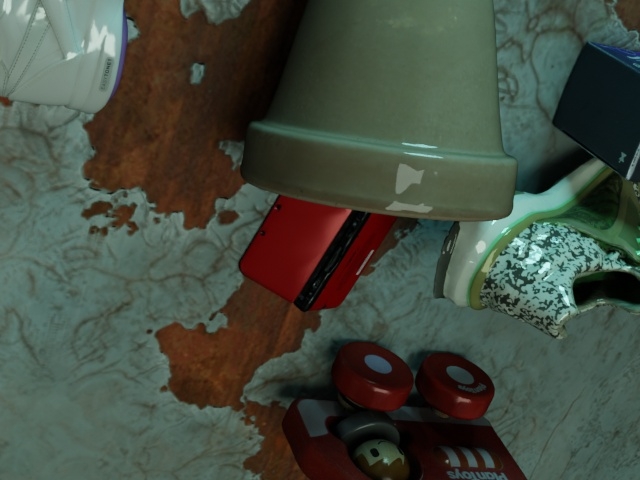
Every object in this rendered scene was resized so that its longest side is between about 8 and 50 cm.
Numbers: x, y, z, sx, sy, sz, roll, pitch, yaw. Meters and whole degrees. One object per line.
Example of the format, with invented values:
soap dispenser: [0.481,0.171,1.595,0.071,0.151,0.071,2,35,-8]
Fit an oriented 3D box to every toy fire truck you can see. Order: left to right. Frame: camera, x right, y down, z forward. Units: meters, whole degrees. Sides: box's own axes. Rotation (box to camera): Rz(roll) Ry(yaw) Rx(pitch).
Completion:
toy fire truck: [0.117,0.267,1.138,0.302,0.254,0.169,10,116,-28]

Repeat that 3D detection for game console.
game console: [0.000,0.000,1.074,0.144,0.085,0.124,-57,154,17]

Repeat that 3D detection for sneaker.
sneaker: [-0.222,-0.245,0.764,0.152,0.114,0.305,1,119,-24]
sneaker: [0.313,0.022,1.071,0.410,0.182,0.158,-20,138,-38]

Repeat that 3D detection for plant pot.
plant pot: [0.067,-0.152,0.888,0.263,0.263,0.229,4,99,-25]

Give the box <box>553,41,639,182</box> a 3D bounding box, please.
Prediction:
box: [0.398,-0.135,1.069,0.207,0.153,0.108,5,118,-26]
